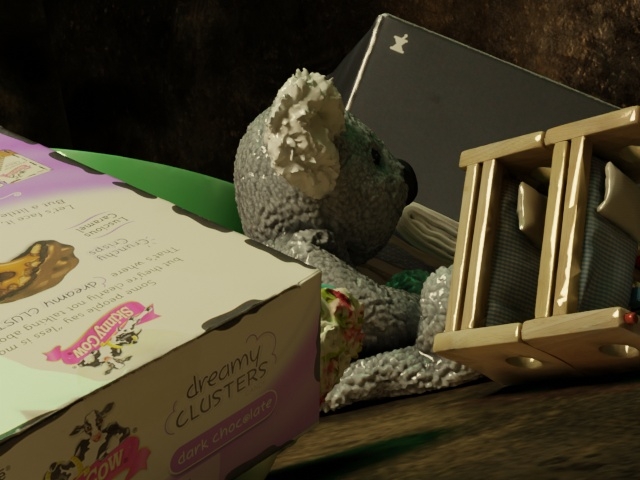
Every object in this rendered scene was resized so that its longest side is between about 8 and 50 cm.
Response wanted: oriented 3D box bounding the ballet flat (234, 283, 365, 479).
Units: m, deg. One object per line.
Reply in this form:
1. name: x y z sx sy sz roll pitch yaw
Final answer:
1. ballet flat: -0.070 0.085 0.530 0.241 0.077 0.091 -16 -42 -29

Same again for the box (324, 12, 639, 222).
1. box: 0.134 -0.056 1.191 0.296 0.182 0.294 21 -7 -6

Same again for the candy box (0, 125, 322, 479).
1. candy box: -0.124 0.035 0.442 0.196 0.070 0.165 24 35 36

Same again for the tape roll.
1. tape roll: -0.179 0.003 1.070 0.321 0.077 0.321 7 -13 2

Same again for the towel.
1. towel: 0.092 0.033 1.091 0.209 0.034 0.285 25 -15 -19

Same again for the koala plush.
1. koala plush: 0.000 0.000 0.858 0.203 0.221 0.196 -12 -1 -7

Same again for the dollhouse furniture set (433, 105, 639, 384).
1. dollhouse furniture set: 0.182 0.028 0.730 0.184 0.129 0.129 28 -27 -37
